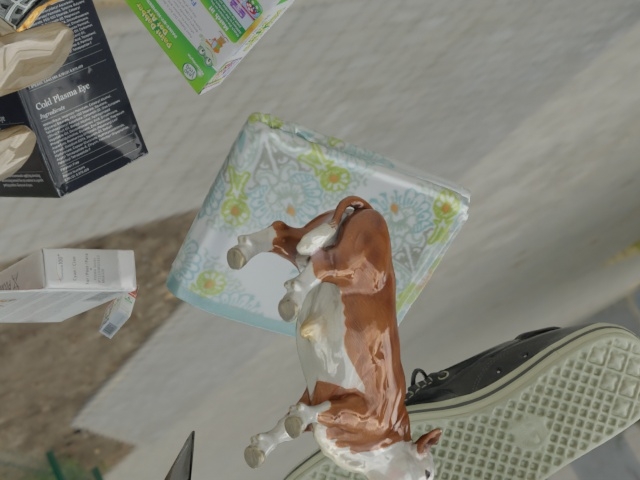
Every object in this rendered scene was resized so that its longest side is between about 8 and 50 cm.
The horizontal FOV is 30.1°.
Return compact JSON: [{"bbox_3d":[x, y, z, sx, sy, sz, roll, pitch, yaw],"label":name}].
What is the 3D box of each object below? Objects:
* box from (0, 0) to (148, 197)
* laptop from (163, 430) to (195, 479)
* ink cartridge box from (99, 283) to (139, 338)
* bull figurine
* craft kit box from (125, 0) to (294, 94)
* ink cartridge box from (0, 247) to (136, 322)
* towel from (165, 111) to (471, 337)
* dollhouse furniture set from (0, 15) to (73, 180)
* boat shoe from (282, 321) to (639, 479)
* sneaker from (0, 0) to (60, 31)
[{"bbox_3d":[-0.477,-0.242,1.869,0.179,0.312,0.343,-33,-157,-36],"label":"box"},{"bbox_3d":[-0.160,0.417,1.513,0.234,0.264,0.136,-61,154,12],"label":"laptop"},{"bbox_3d":[-0.364,0.121,2.156,0.063,0.029,0.115,-47,-161,23],"label":"ink cartridge box"},{"bbox_3d":[0.018,0.116,1.101,0.101,0.310,0.188,-9,179,42],"label":"bull figurine"},{"bbox_3d":[-0.151,-0.343,1.442,0.247,0.250,0.061,-38,179,43],"label":"craft kit box"},{"bbox_3d":[-0.444,0.071,1.716,0.261,0.066,0.296,1,167,-34],"label":"ink cartridge box"},{"bbox_3d":[0.000,0.000,1.759,0.375,0.090,0.320,18,119,-21],"label":"towel"},{"bbox_3d":[-0.385,-0.312,1.205,0.256,0.362,0.394,-36,162,-55],"label":"dollhouse furniture set"},{"bbox_3d":[0.173,0.246,1.473,0.500,0.186,0.156,-27,-170,-9],"label":"boat shoe"},{"bbox_3d":[-0.349,-0.299,1.369,0.215,0.084,0.083,-34,152,1],"label":"sneaker"}]
